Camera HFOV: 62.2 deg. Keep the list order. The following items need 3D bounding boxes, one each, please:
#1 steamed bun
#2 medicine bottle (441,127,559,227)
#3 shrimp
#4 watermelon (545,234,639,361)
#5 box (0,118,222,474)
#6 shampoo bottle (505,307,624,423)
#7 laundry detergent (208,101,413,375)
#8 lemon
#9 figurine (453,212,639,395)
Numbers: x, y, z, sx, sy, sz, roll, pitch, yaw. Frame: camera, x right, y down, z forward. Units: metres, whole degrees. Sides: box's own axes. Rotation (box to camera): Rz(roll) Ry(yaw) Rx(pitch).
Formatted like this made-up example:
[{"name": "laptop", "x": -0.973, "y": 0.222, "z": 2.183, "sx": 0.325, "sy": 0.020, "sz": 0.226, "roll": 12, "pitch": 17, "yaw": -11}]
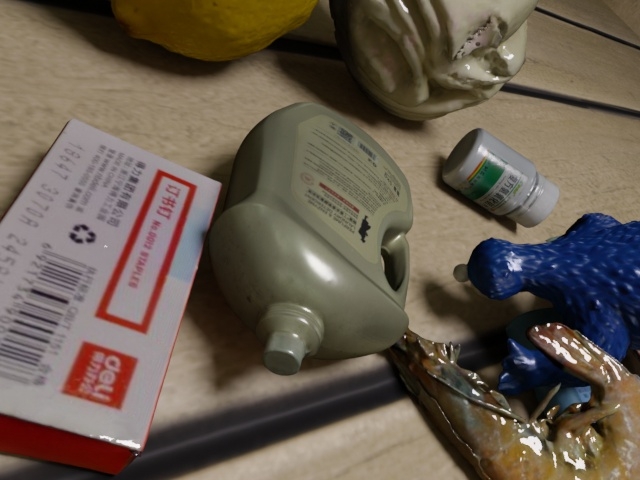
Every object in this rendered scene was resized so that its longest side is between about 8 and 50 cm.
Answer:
[{"name": "steamed bun", "x": 0.110, "y": -0.282, "z": 0.621, "sx": 0.206, "sy": 0.320, "sz": 0.275, "roll": -21, "pitch": 39, "yaw": -9}, {"name": "medicine bottle", "x": 0.227, "y": -0.076, "z": 0.669, "sx": 0.130, "sy": 0.080, "sz": 0.080, "roll": 31, "pitch": 42, "yaw": -9}, {"name": "shrimp", "x": 0.156, "y": 0.123, "z": 0.427, "sx": 0.251, "sy": 0.143, "sz": 0.052, "roll": 40, "pitch": -1, "yaw": 10}, {"name": "watermelon", "x": 0.347, "y": 0.079, "z": 0.618, "sx": 0.202, "sy": 0.136, "sz": 0.207, "roll": 0, "pitch": 76, "yaw": -18}, {"name": "box", "x": -0.147, "y": 0.019, "z": 0.345, "sx": 0.123, "sy": 0.050, "sz": 0.229, "roll": 23, "pitch": 43, "yaw": -19}, {"name": "shampoo bottle", "x": 0.259, "y": 0.181, "z": 0.471, "sx": 0.103, "sy": 0.061, "sz": 0.258, "roll": 3, "pitch": 49, "yaw": -19}, {"name": "laundry detergent", "x": 0.000, "y": 0.000, "z": 0.420, "sx": 0.181, "sy": 0.091, "sz": 0.253, "roll": 36, "pitch": 36, "yaw": -17}, {"name": "lemon", "x": -0.097, "y": -0.316, "z": 0.510, "sx": 0.260, "sy": 0.284, "sz": 0.260, "roll": 35, "pitch": 12, "yaw": -9}, {"name": "figurine", "x": 0.256, "y": 0.036, "z": 0.467, "sx": 0.262, "sy": 0.121, "sz": 0.164, "roll": -3, "pitch": 55, "yaw": 1}]
